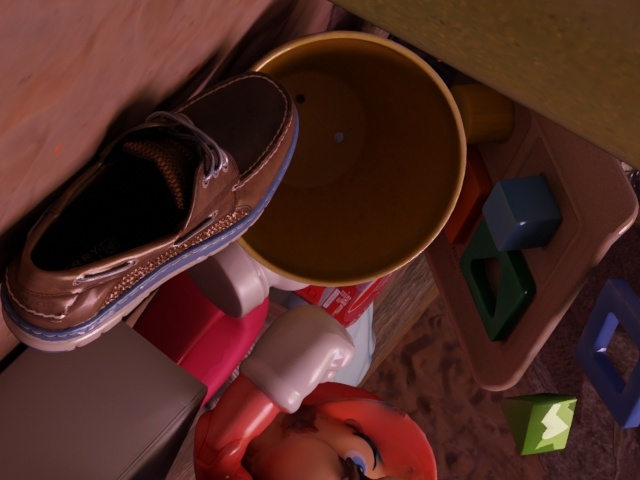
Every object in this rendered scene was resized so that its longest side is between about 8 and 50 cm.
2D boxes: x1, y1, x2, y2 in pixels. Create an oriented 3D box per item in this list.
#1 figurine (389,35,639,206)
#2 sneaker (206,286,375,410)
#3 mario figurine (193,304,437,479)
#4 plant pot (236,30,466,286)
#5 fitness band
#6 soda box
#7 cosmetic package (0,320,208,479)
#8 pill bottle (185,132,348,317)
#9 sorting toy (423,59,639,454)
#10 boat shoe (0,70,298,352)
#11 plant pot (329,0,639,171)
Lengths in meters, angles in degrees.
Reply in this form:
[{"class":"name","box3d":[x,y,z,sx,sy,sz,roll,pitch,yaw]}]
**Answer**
[{"class":"figurine","box3d":[0.177,-0.143,1.118,0.092,0.209,0.215,-45,170,-44]},{"class":"sneaker","box3d":[-0.007,0.113,1.507,0.150,0.135,0.366,-46,172,-21]},{"class":"mario figurine","box3d":[-0.019,0.164,0.864,0.198,0.170,0.320,-60,168,30]},{"class":"plant pot","box3d":[0.001,-0.053,0.890,0.134,0.134,0.095,-53,-162,5]},{"class":"fitness band","box3d":[-0.116,0.103,1.152,0.209,0.054,0.291,-53,174,-11]},{"class":"soda box","box3d":[0.000,0.000,1.176,0.083,0.092,0.263,-52,172,-2]},{"class":"cosmetic package","box3d":[-0.222,0.236,0.938,0.284,0.097,0.377,-49,172,-39]},{"class":"pill bottle","box3d":[-0.008,-0.027,0.990,0.160,0.087,0.087,-39,168,-21]},{"class":"sorting toy","box3d":[0.102,-0.029,1.010,0.047,0.347,0.196,-4,147,-25]},{"class":"boat shoe","box3d":[-0.070,-0.023,0.761,0.183,0.066,0.066,-48,170,-28]},{"class":"plant pot","box3d":[0.109,-0.142,0.557,0.276,0.254,0.276,-51,173,-9]}]
